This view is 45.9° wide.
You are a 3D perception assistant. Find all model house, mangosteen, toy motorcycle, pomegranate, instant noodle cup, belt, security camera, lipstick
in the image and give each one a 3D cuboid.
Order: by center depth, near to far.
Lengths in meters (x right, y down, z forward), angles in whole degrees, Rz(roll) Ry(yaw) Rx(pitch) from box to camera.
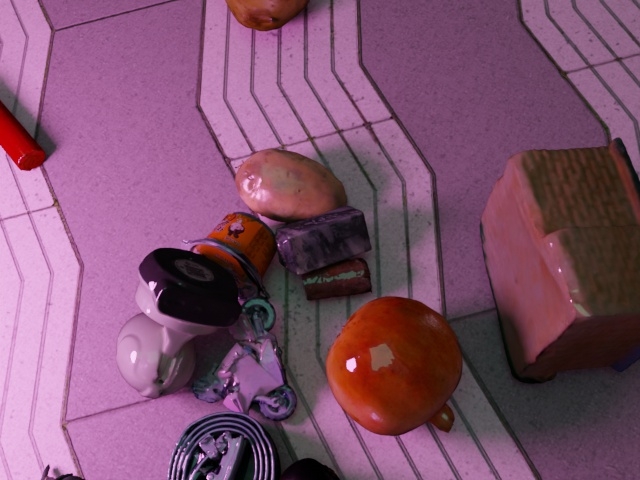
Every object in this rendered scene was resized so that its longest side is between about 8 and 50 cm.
[{"bbox_3d":[-0.028,0.474,1.365,0.137,0.137,0.151,42,92,20],"label":"mangosteen"},{"bbox_3d":[-0.181,0.451,1.394,0.206,0.116,0.268,5,65,8],"label":"belt"},{"bbox_3d":[0.146,0.244,1.397,0.270,0.229,0.252,38,67,7],"label":"pomegranate"},{"bbox_3d":[0.525,0.034,1.418,0.342,0.335,0.382,-5,61,-8],"label":"model house"},{"bbox_3d":[-0.293,0.172,1.459,0.277,0.197,0.191,-64,31,15],"label":"security camera"},{"bbox_3d":[-0.166,0.247,1.484,0.204,0.108,0.239,-14,66,0],"label":"toy motorcycle"},{"bbox_3d":[-0.167,0.022,1.557,0.208,0.177,0.125,41,58,-12],"label":"instant noodle cup"},{"bbox_3d":[-0.754,-0.276,1.784,0.073,0.073,0.280,-41,69,-11],"label":"lipstick"}]

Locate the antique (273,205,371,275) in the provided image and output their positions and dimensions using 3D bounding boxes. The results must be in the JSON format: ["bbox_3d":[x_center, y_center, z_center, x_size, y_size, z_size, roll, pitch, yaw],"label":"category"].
[{"bbox_3d":[0.000,0.000,1.548,0.183,0.088,0.086,-19,108,-17],"label":"antique"}]

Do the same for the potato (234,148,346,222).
[{"bbox_3d":[-0.064,-0.118,1.629,0.234,0.128,0.161,-5,82,-1],"label":"potato"}]

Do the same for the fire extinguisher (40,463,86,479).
[{"bbox_3d":[-0.409,0.514,1.407,0.311,0.095,0.114,21,27,12],"label":"fire extinguisher"}]

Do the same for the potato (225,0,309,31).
[{"bbox_3d":[-0.124,-0.627,1.821,0.246,0.196,0.300,-4,38,18],"label":"potato"}]

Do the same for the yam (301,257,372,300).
[{"bbox_3d":[0.033,0.081,1.556,0.141,0.079,0.079,-10,66,2],"label":"yam"}]
